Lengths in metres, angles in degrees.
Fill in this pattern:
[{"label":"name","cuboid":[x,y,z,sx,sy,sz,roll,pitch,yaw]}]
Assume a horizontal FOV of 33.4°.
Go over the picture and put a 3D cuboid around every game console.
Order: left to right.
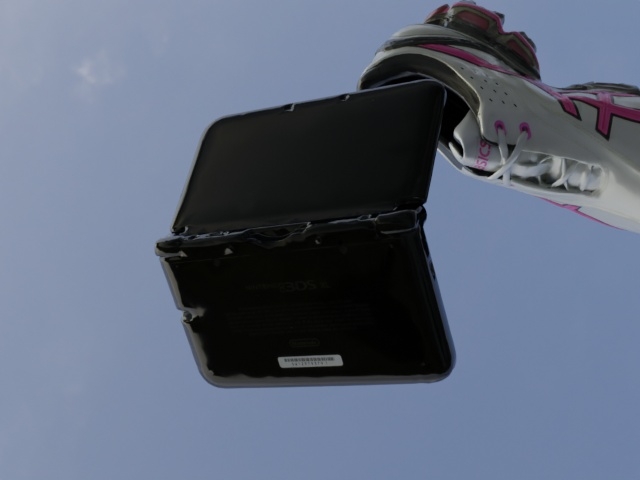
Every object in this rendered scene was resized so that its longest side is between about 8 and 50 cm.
[{"label":"game console","cuboid":[0.000,0.000,0.453,0.122,0.107,0.071,-6,-160,30]}]

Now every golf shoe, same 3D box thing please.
[{"label":"golf shoe","cuboid":[0.101,-0.043,0.494,0.186,0.067,0.086,32,-131,26]}]
